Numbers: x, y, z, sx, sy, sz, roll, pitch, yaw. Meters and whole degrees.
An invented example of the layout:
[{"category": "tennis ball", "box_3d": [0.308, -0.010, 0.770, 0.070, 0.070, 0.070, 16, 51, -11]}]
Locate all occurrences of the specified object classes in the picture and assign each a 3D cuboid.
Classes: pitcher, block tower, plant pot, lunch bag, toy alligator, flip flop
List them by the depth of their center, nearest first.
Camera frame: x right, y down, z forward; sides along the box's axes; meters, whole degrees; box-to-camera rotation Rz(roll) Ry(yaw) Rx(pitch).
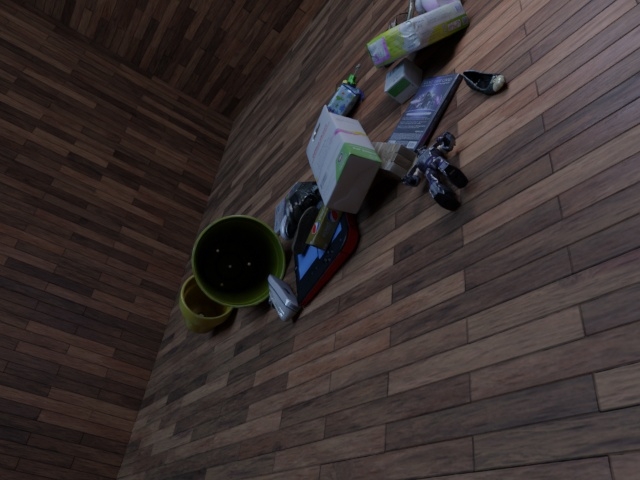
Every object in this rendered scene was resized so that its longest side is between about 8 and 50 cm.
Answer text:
[{"category": "block tower", "box_3d": [0.201, -0.258, 1.641, 0.090, 0.097, 0.335, -63, 25, 1]}, {"category": "pitcher", "box_3d": [0.412, -0.890, 1.797, 0.207, 0.126, 0.177, -111, 20, -65]}, {"category": "flip flop", "box_3d": [0.292, -0.816, 1.992, 0.112, 0.080, 0.277, -78, 14, -45]}, {"category": "plant pot", "box_3d": [-0.364, 0.097, 2.153, 0.366, 0.367, 0.353, -68, 13, -12]}, {"category": "lunch bag", "box_3d": [0.111, -0.594, 2.166, 0.128, 0.096, 0.151, -52, -3, 23]}, {"category": "toy alligator", "box_3d": [0.134, -0.701, 2.284, 0.051, 0.056, 0.189, 51, 118, 18]}, {"category": "plant pot", "box_3d": [-0.545, 0.313, 2.391, 0.239, 0.254, 0.253, 122, 160, -48]}]

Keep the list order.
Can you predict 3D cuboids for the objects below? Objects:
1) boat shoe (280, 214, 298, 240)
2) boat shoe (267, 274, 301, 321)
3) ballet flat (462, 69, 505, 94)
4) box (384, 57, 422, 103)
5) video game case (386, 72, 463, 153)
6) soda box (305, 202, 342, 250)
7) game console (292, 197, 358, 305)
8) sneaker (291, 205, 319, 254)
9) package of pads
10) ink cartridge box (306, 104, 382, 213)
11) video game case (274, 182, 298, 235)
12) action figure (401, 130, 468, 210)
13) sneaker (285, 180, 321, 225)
[{"category": "boat shoe", "box_3d": [-0.086, -0.098, 2.059, 0.076, 0.080, 0.228, -20, 32, 49]}, {"category": "boat shoe", "box_3d": [-0.149, 0.212, 1.871, 0.088, 0.096, 0.267, -56, 33, 6]}, {"category": "ballet flat", "box_3d": [0.444, -0.436, 1.391, 0.057, 0.049, 0.173, -60, 24, 9]}, {"category": "box", "box_3d": [0.290, -0.556, 1.774, 0.101, 0.087, 0.101, -33, 38, 47]}, {"category": "video game case", "box_3d": [0.321, -0.402, 1.618, 0.274, 0.026, 0.196, -59, 24, 0]}, {"category": "soda box", "box_3d": [0.019, -0.060, 1.707, 0.181, 0.058, 0.061, -66, 24, -4]}, {"category": "game console", "box_3d": [0.000, 0.000, 1.823, 0.342, 0.060, 0.386, -50, 27, 27]}, {"category": "sneaker", "box_3d": [-0.066, -0.042, 1.869, 0.188, 0.066, 0.071, -66, 21, 5]}, {"category": "package of pads", "box_3d": [0.315, -0.694, 1.723, 0.229, 0.101, 0.297, -30, 15, -20]}, {"category": "ink cartridge box", "box_3d": [0.065, -0.277, 1.677, 0.353, 0.119, 0.207, -108, 35, -48]}, {"category": "video game case", "box_3d": [-0.151, -0.143, 2.313, 0.183, 0.023, 0.201, -47, 28, 33]}, {"category": "action figure", "box_3d": [0.309, -0.199, 1.368, 0.185, 0.099, 0.285, -58, 21, 23]}, {"category": "sneaker", "box_3d": [-0.055, -0.155, 1.986, 0.131, 0.087, 0.227, -8, 39, 29]}]
